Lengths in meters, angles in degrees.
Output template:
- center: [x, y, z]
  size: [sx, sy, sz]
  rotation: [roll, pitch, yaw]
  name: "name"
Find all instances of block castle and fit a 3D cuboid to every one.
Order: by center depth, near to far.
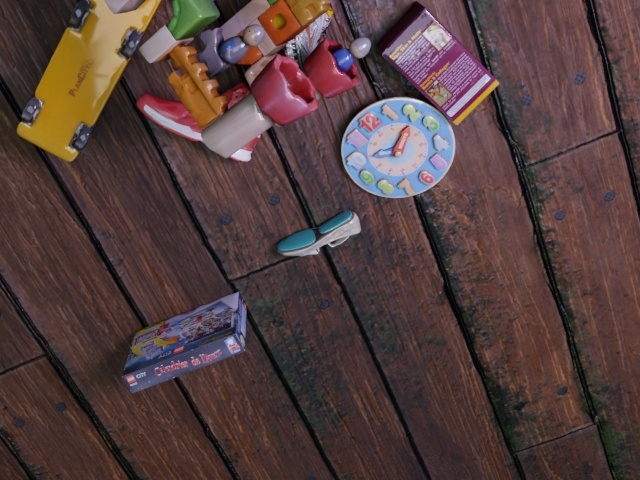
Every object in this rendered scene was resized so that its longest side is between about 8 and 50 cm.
- center: [-0.134, -0.368, 1.091]
  size: [0.212, 0.303, 0.453]
  rotation: [-32, 96, 26]
  name: "block castle"

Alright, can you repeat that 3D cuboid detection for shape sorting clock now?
- center: [0.140, -0.163, 1.393]
  size: [0.206, 0.040, 0.206]
  rotation: [3, 124, 4]
  name: "shape sorting clock"

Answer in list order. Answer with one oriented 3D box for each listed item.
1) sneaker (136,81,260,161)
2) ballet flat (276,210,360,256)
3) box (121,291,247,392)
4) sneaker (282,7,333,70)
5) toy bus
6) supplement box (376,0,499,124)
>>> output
- center: [-0.197, -0.235, 1.337]
  size: [0.221, 0.087, 0.128]
  rotation: [22, 104, -27]
  name: "sneaker"
- center: [0.000, 0.000, 1.469]
  size: [0.168, 0.057, 0.052]
  rotation: [-24, 125, 7]
  name: "ballet flat"
- center: [-0.257, 0.193, 1.483]
  size: [0.233, 0.159, 0.044]
  rotation: [-21, 116, 6]
  name: "box"
- center: [-0.021, -0.349, 1.281]
  size: [0.092, 0.088, 0.225]
  rotation: [-6, 116, -3]
  name: "sneaker"
- center: [-0.370, -0.298, 1.254]
  size: [0.108, 0.130, 0.333]
  rotation: [28, 110, -17]
  name: "toy bus"
- center: [0.200, -0.303, 1.322]
  size: [0.188, 0.081, 0.104]
  rotation: [39, 107, -20]
  name: "supplement box"
